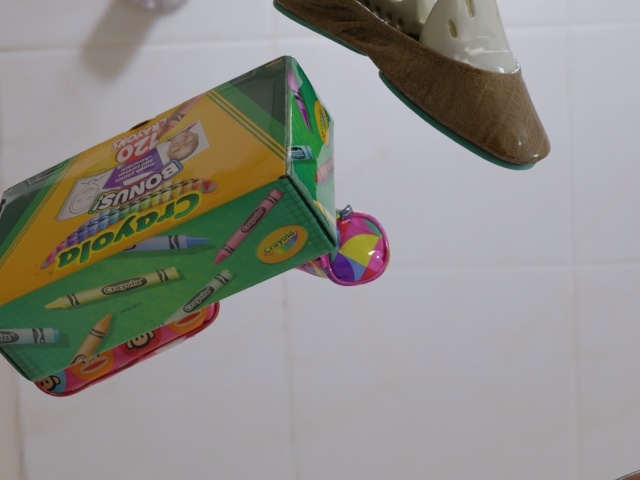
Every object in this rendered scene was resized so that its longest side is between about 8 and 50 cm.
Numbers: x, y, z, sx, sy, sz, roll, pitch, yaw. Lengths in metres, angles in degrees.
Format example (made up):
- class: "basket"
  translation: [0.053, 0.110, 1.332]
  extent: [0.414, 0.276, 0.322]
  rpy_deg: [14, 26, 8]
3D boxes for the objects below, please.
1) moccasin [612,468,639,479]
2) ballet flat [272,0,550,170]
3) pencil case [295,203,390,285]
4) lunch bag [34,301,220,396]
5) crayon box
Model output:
- class: "moccasin"
  translation: [0.375, 0.273, 1.332]
  extent: [0.147, 0.380, 0.139]
  rpy_deg: [-92, -176, -68]
- class: "ballet flat"
  translation: [0.087, -0.197, 1.404]
  extent: [0.116, 0.342, 0.124]
  rpy_deg: [-6, 127, -44]
- class: "pencil case"
  translation: [0.000, 0.000, 1.994]
  extent: [0.236, 0.104, 0.104]
  rpy_deg: [-169, -105, -68]
- class: "lunch bag"
  translation: [-0.308, 0.054, 2.183]
  extent: [0.258, 0.293, 0.120]
  rpy_deg: [64, -6, -4]
- class: "crayon box"
  translation: [-0.125, -0.017, 1.214]
  extent: [0.081, 0.278, 0.165]
  rpy_deg: [55, 20, -33]
